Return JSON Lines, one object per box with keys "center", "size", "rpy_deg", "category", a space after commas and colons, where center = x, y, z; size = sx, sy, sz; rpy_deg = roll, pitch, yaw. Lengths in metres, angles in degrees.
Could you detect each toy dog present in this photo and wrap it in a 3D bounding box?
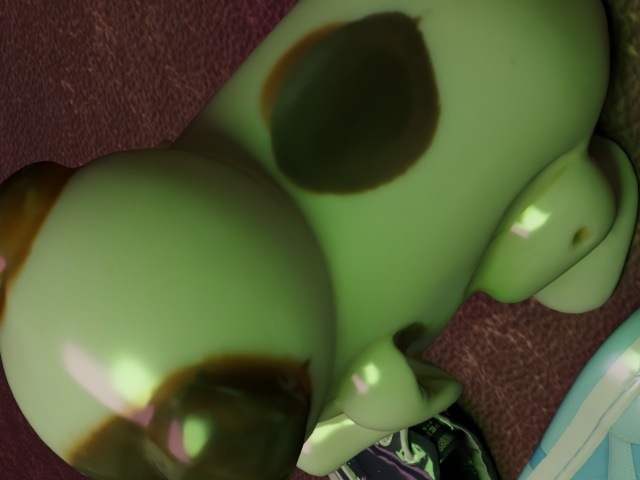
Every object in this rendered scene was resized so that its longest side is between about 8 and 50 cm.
{"center": [0.000, 0.000, 0.793], "size": [0.284, 0.408, 0.395], "rpy_deg": [47, 151, 11], "category": "toy dog"}

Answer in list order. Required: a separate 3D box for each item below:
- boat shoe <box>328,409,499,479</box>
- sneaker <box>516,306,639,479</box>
{"center": [0.050, 0.144, 1.195], "size": [0.158, 0.127, 0.341], "rpy_deg": [-2, 128, 49], "category": "boat shoe"}
{"center": [0.256, 0.195, 0.925], "size": [0.208, 0.127, 0.319], "rpy_deg": [42, 150, 22], "category": "sneaker"}
